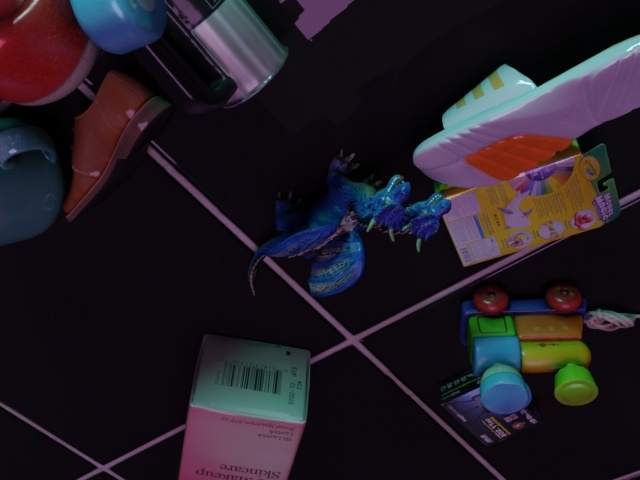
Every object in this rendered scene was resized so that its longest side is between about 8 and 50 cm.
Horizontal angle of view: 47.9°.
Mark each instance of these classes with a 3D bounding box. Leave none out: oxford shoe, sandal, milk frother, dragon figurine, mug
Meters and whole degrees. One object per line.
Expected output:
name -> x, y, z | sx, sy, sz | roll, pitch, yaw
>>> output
oxford shoe -> -0.227, -0.095, 0.746 | 0.076, 0.076, 0.212 | 43, 129, -4
sandal -> 0.211, -0.134, 0.689 | 0.265, 0.076, 0.102 | -26, 141, 29
milk frother -> -0.131, -0.182, 0.665 | 0.134, 0.129, 0.143 | 48, 159, -29
dragon figurine -> 0.000, 0.000, 0.761 | 0.289, 0.144, 0.085 | -33, 120, 25
mug -> -0.315, -0.059, 0.730 | 0.158, 0.097, 0.129 | 13, 110, 35

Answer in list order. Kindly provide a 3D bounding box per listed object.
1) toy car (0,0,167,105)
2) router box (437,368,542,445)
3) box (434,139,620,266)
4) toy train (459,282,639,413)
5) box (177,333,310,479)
toy car -> -0.271, -0.219, 0.505 | 0.219, 0.210, 0.238 | -12, 171, 21
router box -> 0.235, 0.226, 0.999 | 0.092, 0.038, 0.122 | -32, 121, 26
box -> 0.225, -0.044, 0.783 | 0.179, 0.043, 0.105 | -16, 126, 18
toy train -> 0.298, 0.132, 0.855 | 0.248, 0.143, 0.105 | -2, 129, 4
box -> -0.109, 0.258, 0.983 | 0.149, 0.126, 0.232 | 10, 128, -6
